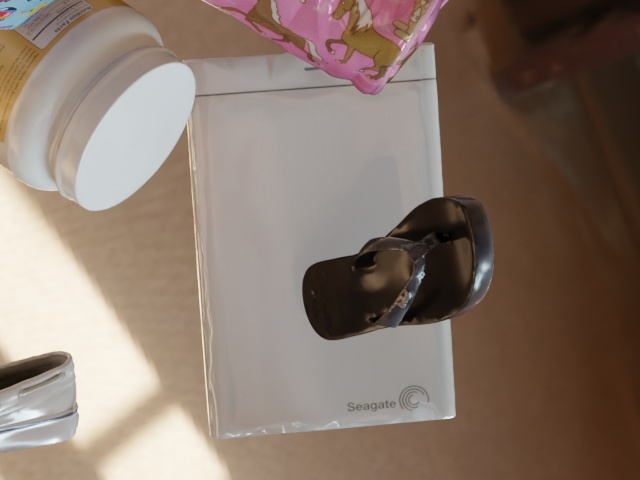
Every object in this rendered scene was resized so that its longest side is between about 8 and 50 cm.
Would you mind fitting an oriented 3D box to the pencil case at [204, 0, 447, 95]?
[{"bbox_3d":[-0.072,-0.264,1.572,0.386,0.160,0.167,30,67,-4],"label":"pencil case"}]

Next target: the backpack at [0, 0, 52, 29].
[{"bbox_3d":[-0.184,-0.215,1.213,0.117,0.173,0.158,63,24,4],"label":"backpack"}]

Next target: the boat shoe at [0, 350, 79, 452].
[{"bbox_3d":[-0.327,0.143,1.714,0.258,0.095,0.084,-9,107,-43],"label":"boat shoe"}]

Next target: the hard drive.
[{"bbox_3d":[0.000,0.000,1.834,0.047,0.233,0.353,-133,-141,-81],"label":"hard drive"}]

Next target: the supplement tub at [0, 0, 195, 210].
[{"bbox_3d":[-0.202,-0.125,1.383,0.199,0.144,0.144,36,16,19],"label":"supplement tub"}]

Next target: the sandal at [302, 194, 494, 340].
[{"bbox_3d":[0.058,0.036,1.665,0.054,0.254,0.097,-10,78,-38],"label":"sandal"}]
